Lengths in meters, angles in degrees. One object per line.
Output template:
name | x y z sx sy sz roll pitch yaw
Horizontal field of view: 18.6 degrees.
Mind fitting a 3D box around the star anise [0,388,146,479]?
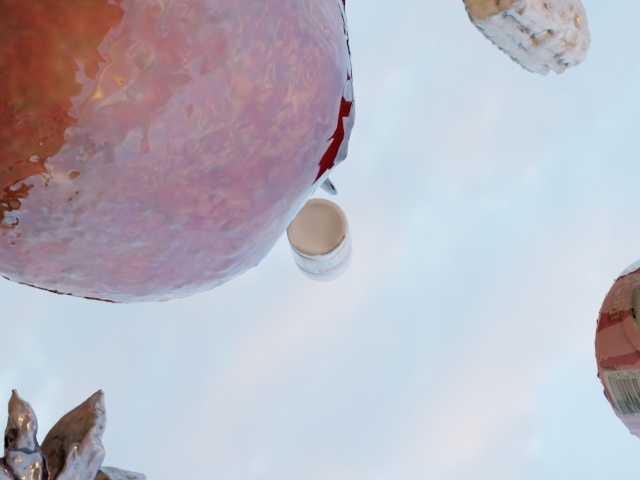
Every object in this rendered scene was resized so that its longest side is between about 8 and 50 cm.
star anise | -0.218 0.223 1.514 0.081 0.262 0.230 10 -118 52

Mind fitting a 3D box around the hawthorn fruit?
hawthorn fruit | -0.096 -0.076 0.974 0.254 0.300 0.254 -20 -125 31

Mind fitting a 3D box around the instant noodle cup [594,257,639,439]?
instant noodle cup | 0.338 0.067 1.444 0.255 0.244 0.244 -20 -137 61

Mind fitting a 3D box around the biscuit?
biscuit | 0.163 -0.354 1.877 0.078 0.144 0.426 -26 -125 26

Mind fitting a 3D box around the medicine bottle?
medicine bottle | 0.000 0.000 1.760 0.057 0.057 0.089 -63 170 -14
